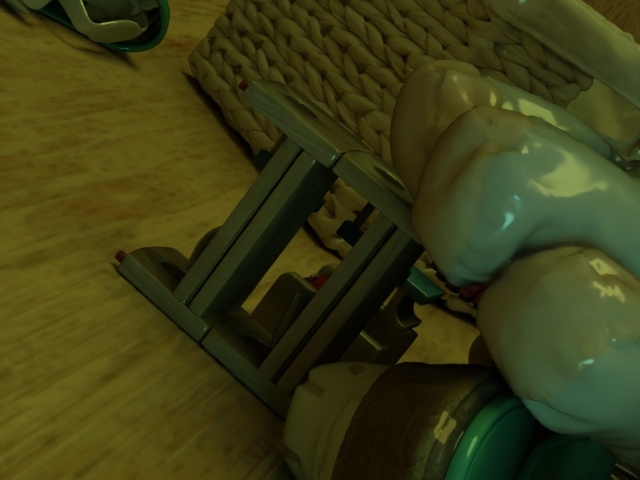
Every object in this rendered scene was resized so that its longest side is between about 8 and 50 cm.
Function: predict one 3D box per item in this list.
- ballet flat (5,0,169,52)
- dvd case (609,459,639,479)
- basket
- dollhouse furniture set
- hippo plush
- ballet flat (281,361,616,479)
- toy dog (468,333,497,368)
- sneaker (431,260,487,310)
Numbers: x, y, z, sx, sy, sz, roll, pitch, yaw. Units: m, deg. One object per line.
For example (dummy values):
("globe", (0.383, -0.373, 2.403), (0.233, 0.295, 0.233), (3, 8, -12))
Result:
("ballet flat", (-0.198, -0.202, 1.236), (0.247, 0.083, 0.087), (19, 36, -51))
("dvd case", (0.203, 0.170, 1.151), (0.221, 0.018, 0.164), (35, 14, -14))
("basket", (0.120, -0.119, 1.386), (0.328, 0.266, 0.331), (27, 16, -40))
("dollhouse furniture set", (0.000, 0.000, 0.934), (0.129, 0.129, 0.184), (41, 14, 13))
("hippo plush", (0.194, -0.009, 0.758), (0.294, 0.236, 0.234), (57, 12, 11))
("ballet flat", (0.056, 0.102, 0.814), (0.124, 0.116, 0.342), (21, 6, 21))
("toy dog", (0.248, 0.116, 1.054), (0.333, 0.220, 0.161), (48, -21, 39))
("sneaker", (0.164, 0.034, 0.949), (0.225, 0.092, 0.088), (37, 10, 34))
